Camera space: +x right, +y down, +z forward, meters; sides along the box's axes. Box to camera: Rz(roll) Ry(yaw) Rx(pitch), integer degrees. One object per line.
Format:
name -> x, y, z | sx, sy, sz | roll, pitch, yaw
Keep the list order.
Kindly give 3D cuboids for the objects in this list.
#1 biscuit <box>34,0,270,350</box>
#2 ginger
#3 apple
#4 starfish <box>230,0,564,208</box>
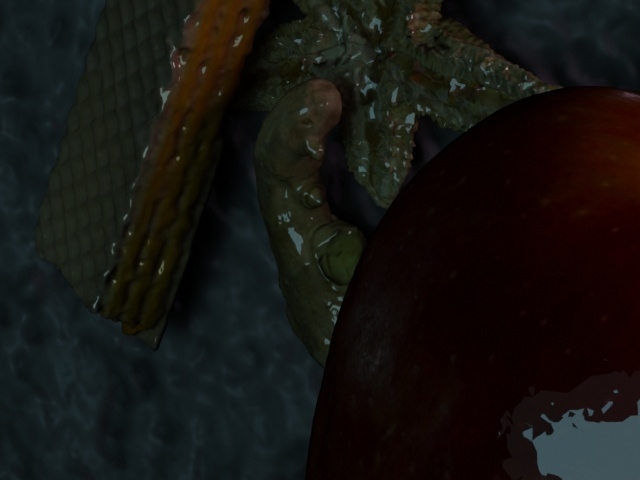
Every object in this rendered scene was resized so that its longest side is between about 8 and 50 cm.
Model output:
biscuit -> -0.074, -0.119, 0.999 | 0.094, 0.054, 0.379 | 48, 127, 43
ginger -> -0.002, -0.002, 0.987 | 0.069, 0.051, 0.173 | 16, 129, 54
apple -> 0.136, 0.087, 0.804 | 0.288, 0.288, 0.317 | 41, 127, 20
starfish -> 0.039, -0.122, 0.944 | 0.295, 0.048, 0.231 | 13, 109, 43
